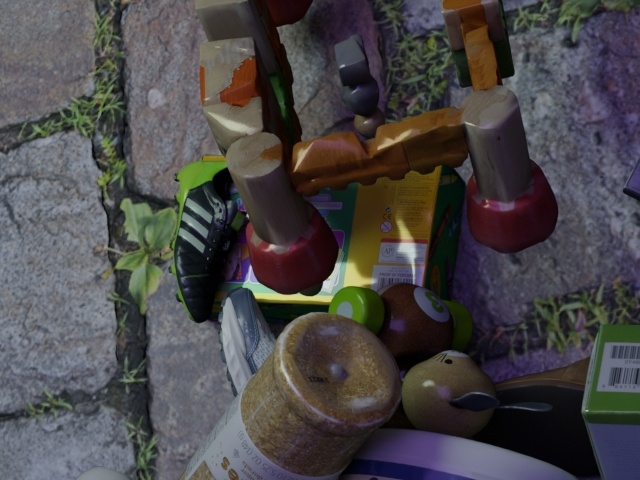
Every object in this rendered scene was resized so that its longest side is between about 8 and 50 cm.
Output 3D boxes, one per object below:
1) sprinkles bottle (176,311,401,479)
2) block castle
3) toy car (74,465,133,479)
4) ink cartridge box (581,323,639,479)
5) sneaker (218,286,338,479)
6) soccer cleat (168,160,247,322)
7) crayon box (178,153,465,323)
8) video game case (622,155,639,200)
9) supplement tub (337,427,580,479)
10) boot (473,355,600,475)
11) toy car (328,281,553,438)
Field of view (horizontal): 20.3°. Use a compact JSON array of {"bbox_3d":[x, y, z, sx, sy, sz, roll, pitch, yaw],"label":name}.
[{"bbox_3d":[-0.054,0.208,1.637,0.355,0.121,0.121,-55,51,44],"label":"sprinkles bottle"},{"bbox_3d":[0.051,-0.167,1.763,0.303,0.213,0.453,-12,49,8],"label":"block castle"},{"bbox_3d":[-0.216,0.312,1.808,0.182,0.136,0.159,14,77,25],"label":"toy car"},{"bbox_3d":[0.349,0.189,1.584,0.189,0.255,0.097,1,51,21],"label":"ink cartridge box"},{"bbox_3d":[-0.010,0.168,1.793,0.122,0.110,0.283,-26,82,2],"label":"sneaker"},{"bbox_3d":[-0.114,-0.003,1.835,0.072,0.060,0.179,-9,65,19],"label":"soccer cleat"},{"bbox_3d":[0.000,0.000,1.867,0.278,0.081,0.165,2,72,23],"label":"crayon box"},{"bbox_3d":[0.443,-0.125,1.740,0.196,0.026,0.274,27,83,12],"label":"video game case"},{"bbox_3d":[0.101,0.352,1.611,0.235,0.235,0.324,8,74,24],"label":"supplement tub"},{"bbox_3d":[0.286,0.145,1.709,0.305,0.112,0.115,-9,34,26],"label":"boot"},{"bbox_3d":[0.116,0.125,1.651,0.188,0.155,0.149,14,92,46],"label":"toy car"}]
